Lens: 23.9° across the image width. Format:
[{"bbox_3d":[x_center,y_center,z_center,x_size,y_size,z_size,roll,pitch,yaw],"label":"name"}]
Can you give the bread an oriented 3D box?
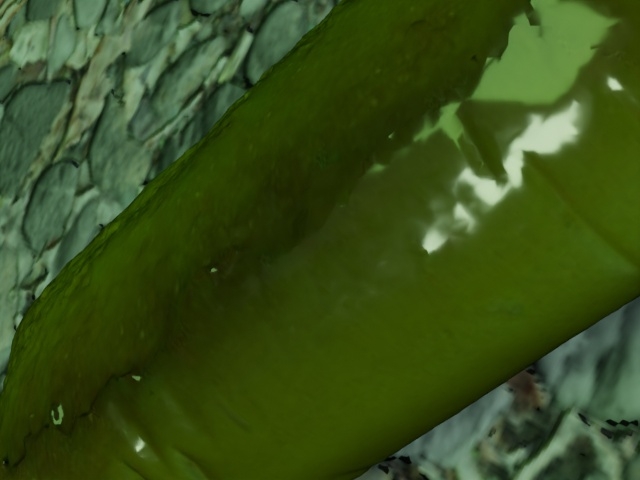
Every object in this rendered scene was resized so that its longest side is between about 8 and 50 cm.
[{"bbox_3d":[0.000,0.000,0.568,0.383,0.112,0.166,-38,47,30],"label":"bread"}]
